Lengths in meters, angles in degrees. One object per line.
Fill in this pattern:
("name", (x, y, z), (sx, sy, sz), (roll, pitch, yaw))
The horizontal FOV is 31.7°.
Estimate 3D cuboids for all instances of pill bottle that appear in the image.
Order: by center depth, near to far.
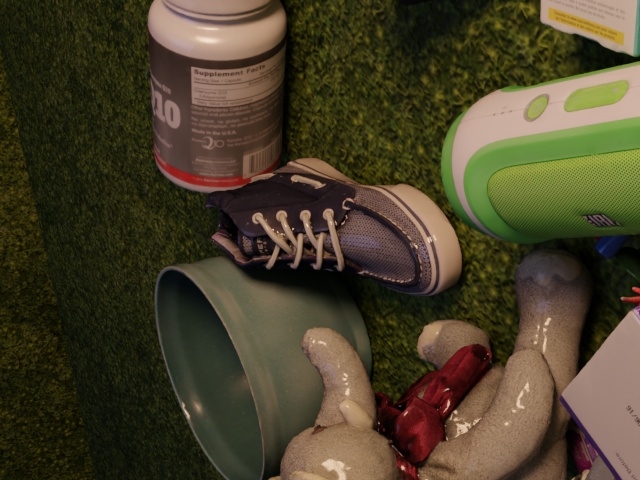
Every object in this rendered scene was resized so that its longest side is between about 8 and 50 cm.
("pill bottle", (-0.122, -0.210, 1.335), (0.161, 0.161, 0.283), (48, 147, 39))

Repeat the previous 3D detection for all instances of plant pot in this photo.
("plant pot", (-0.060, 0.142, 1.423), (0.293, 0.196, 0.293), (42, 142, 44))

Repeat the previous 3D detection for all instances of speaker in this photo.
("speaker", (0.216, -0.063, 0.787), (0.296, 0.131, 0.131), (-4, 104, 58))

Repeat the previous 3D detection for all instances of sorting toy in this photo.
("sorting toy", (0.245, -0.005, 0.893), (0.102, 0.061, 0.042), (47, 113, 27))

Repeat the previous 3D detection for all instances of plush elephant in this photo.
("plush elephant", (0.074, 0.179, 1.011), (0.272, 0.255, 0.330), (143, 131, -66))

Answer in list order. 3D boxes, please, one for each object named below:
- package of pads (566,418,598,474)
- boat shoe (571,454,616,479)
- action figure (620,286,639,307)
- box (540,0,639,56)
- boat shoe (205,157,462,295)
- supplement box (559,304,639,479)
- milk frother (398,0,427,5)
("package of pads", (0.252, 0.190, 1.029), (0.050, 0.032, 0.083), (-24, 86, 61))
("boat shoe", (0.267, 0.226, 0.957), (0.319, 0.116, 0.099), (105, 153, -46))
("action figure", (0.294, 0.114, 0.781), (0.280, 0.139, 0.091), (59, 151, 28))
("box", (0.207, -0.258, 0.766), (0.100, 0.060, 0.244), (37, 139, 49))
("boat shoe", (0.000, 0.000, 1.247), (0.340, 0.158, 0.127), (23, 128, 57))
("supplement box", (0.276, 0.074, 0.680), (0.111, 0.220, 0.114), (57, 150, 24))
("milk frother", (0.085, -0.288, 0.960), (0.135, 0.129, 0.143), (-10, 67, 30))
